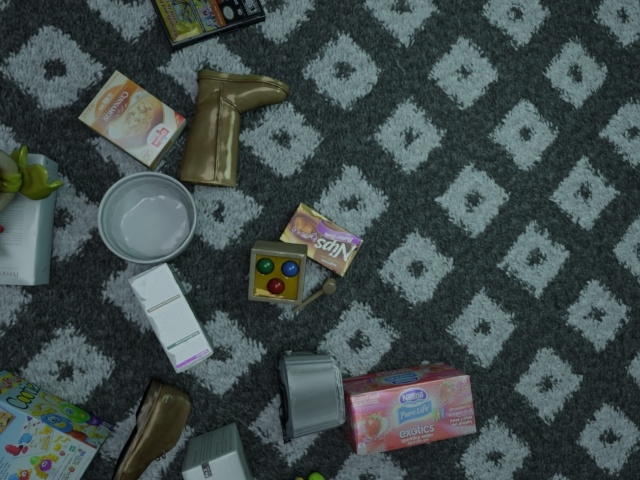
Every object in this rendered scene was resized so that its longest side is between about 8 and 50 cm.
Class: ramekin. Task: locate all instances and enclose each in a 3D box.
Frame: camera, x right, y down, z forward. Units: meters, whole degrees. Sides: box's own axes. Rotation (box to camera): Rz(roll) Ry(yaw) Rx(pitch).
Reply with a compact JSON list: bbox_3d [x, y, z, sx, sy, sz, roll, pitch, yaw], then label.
[{"bbox_3d":[-0.383,-0.042,1.036,0.207,0.109,0.207,2,78,-9],"label":"ramekin"}]

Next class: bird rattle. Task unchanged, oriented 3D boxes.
[{"bbox_3d":[-0.651,-0.089,0.866,0.143,0.207,0.253,38,71,10],"label":"bird rattle"}]

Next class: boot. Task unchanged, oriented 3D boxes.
[{"bbox_3d":[-0.392,0.481,1.032,0.115,0.112,0.305,25,81,-19],"label":"boot"},{"bbox_3d":[-0.205,-0.259,1.106,0.236,0.089,0.269,6,87,0],"label":"boot"}]

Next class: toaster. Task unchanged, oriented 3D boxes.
[{"bbox_3d":[-0.027,0.368,1.089,0.146,0.129,0.227,-6,88,-13],"label":"toaster"}]

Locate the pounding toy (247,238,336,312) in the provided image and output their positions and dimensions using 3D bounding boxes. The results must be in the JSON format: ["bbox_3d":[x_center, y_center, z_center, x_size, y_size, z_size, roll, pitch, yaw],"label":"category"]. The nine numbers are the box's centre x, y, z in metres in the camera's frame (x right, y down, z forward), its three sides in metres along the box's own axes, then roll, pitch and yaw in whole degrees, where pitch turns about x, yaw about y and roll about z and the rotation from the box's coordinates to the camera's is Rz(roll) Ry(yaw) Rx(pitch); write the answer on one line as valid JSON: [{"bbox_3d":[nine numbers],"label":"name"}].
[{"bbox_3d":[-0.063,0.106,1.085,0.206,0.094,0.181,6,106,0],"label":"pounding toy"}]

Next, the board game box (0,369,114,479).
[{"bbox_3d":[-0.615,0.416,0.967,0.275,0.142,0.144,32,83,-8],"label":"board game box"}]

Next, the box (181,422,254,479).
[{"bbox_3d":[-0.218,0.537,1.017,0.119,0.182,0.181,-18,91,-11],"label":"box"}]

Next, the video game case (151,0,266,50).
[{"bbox_3d":[-0.303,-0.638,1.124,0.248,0.035,0.274,-24,93,-11],"label":"video game case"}]

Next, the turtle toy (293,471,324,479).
[{"bbox_3d":[-0.047,0.614,1.105,0.130,0.066,0.095,-26,93,-11],"label":"turtle toy"}]

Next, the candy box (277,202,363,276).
[{"bbox_3d":[0.000,0.000,1.146,0.187,0.053,0.109,32,83,-7],"label":"candy box"}]

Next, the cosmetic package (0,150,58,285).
[{"bbox_3d":[-0.789,-0.052,0.977,0.377,0.097,0.284,4,85,-11],"label":"cosmetic package"}]

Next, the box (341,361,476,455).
[{"bbox_3d":[0.204,0.404,1.118,0.300,0.154,0.142,-6,89,-10],"label":"box"}]

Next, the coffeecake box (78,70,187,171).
[{"bbox_3d":[-0.433,-0.276,1.067,0.185,0.068,0.142,35,81,-8],"label":"coffeecake box"}]

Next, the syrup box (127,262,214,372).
[{"bbox_3d":[-0.340,0.174,1.053,0.096,0.093,0.237,-26,93,-11],"label":"syrup box"}]
